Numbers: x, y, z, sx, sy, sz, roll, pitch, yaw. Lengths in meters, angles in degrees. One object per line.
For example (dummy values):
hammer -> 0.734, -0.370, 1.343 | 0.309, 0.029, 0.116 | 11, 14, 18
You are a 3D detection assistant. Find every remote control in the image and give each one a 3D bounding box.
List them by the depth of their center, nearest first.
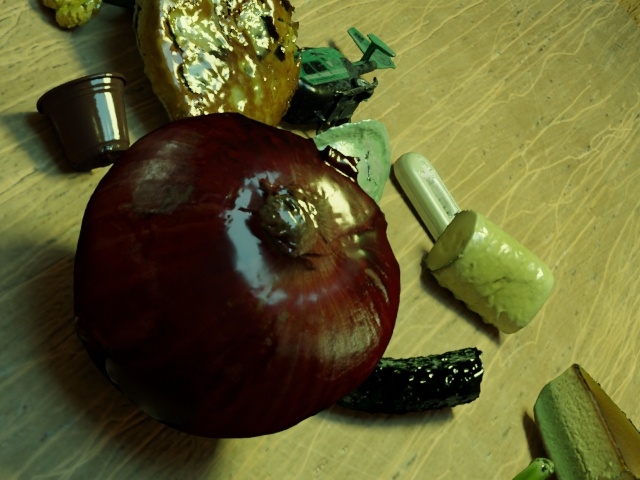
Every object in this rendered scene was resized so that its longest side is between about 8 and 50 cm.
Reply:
remote control -> 0.184, -0.038, 2.323 | 0.221, 0.042, 0.078 | 57, 29, 10

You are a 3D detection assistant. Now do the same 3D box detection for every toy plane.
toy plane -> 0.012, -0.242, 2.276 | 0.155, 0.106, 0.382 | 45, 33, 15

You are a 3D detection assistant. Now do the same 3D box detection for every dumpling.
dumpling -> 0.030, -0.082, 2.062 | 0.217, 0.149, 0.105 | 21, 51, -50

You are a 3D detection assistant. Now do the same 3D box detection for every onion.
onion -> -0.103, 0.045, 1.599 | 0.341, 0.341, 0.341 | 34, 33, -26

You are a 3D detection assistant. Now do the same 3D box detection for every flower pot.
flower pot -> -0.260, -0.131, 1.779 | 0.111, 0.111, 0.089 | -8, 76, -56

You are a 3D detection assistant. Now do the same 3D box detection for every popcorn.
popcorn -> -0.302, -0.312, 1.941 | 0.084, 0.084, 0.084 | 34, 33, -26

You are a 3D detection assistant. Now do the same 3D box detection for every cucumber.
cucumber -> 0.100, 0.178, 1.938 | 0.072, 0.081, 0.303 | 17, 11, 40

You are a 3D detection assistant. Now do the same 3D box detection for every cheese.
cheese -> 0.244, 0.045, 2.235 | 0.167, 0.123, 0.094 | 37, -11, -23

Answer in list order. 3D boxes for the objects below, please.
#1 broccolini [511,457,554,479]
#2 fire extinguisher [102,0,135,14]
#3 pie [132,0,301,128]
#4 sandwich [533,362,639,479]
broccolini -> 0.208, 0.322, 1.918 | 0.079, 0.074, 0.392 | 53, 29, 7
fire extinguisher -> -0.213, -0.380, 2.127 | 0.114, 0.095, 0.311 | 24, 34, -7
pie -> -0.135, -0.249, 2.007 | 0.308, 0.085, 0.308 | 16, 67, -43
sandwich -> 0.374, 0.296, 2.103 | 0.220, 0.108, 0.186 | 52, 17, -2
